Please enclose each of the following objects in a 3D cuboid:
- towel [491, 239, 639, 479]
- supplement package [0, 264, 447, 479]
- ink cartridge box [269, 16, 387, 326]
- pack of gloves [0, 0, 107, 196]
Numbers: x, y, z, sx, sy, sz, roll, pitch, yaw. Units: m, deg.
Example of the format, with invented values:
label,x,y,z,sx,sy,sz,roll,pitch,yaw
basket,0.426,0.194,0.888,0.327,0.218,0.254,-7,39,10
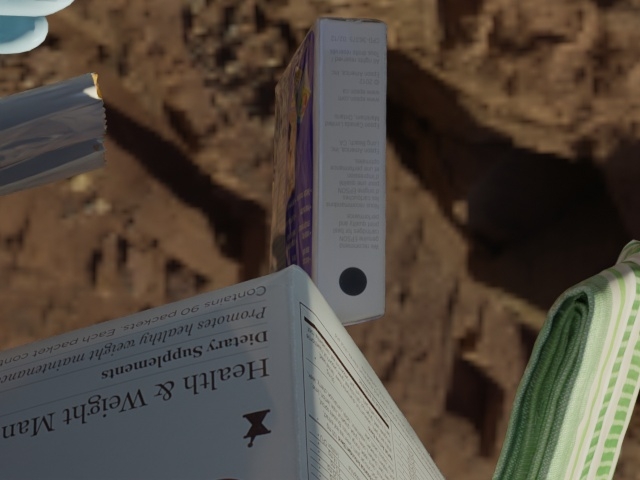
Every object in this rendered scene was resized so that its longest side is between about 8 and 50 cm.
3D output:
label,x,y,z,sx,sy,sz,roll,pitch,yaw
towel,0.115,0.122,0.981,0.325,0.038,0.248,-14,122,-73
supplement package,-0.063,0.149,0.575,0.149,0.194,0.203,56,23,-47
ink cartridge box,0.000,0.000,1.073,0.206,0.045,0.208,145,-52,-81
pack of gloves,-0.170,-0.031,0.474,0.195,0.232,0.046,110,-37,-75
